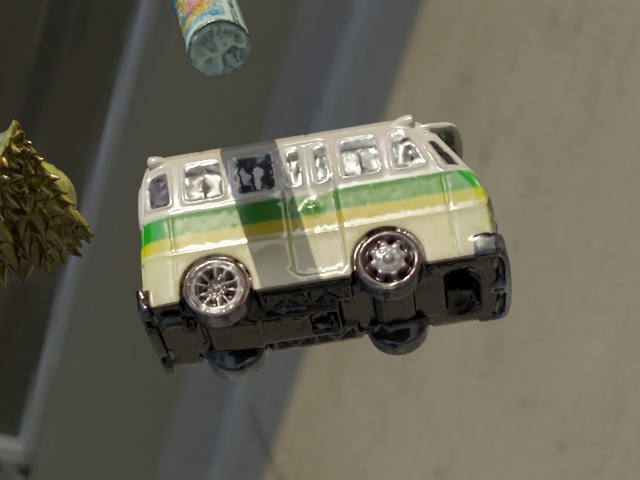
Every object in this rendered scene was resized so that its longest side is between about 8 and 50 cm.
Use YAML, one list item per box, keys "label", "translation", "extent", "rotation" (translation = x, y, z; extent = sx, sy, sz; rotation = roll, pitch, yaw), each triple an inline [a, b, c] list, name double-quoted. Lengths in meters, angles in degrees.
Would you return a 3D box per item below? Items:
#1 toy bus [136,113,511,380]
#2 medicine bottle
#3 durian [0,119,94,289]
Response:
- label: "toy bus"
  translation: [0.000, 0.000, 1.621]
  extent: [0.143, 0.305, 0.179]
  rotation: [76, -175, -62]
- label: "medicine bottle"
  translation: [-0.094, -0.196, 1.495]
  extent: [0.191, 0.051, 0.051]
  rotation: [-109, 35, -54]
- label: "durian"
  translation: [-0.303, -0.039, 1.675]
  extent: [0.306, 0.172, 0.166]
  rotation: [-127, 19, -70]
